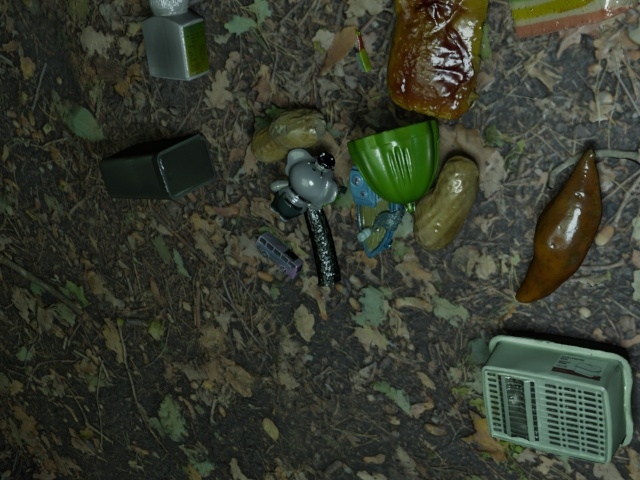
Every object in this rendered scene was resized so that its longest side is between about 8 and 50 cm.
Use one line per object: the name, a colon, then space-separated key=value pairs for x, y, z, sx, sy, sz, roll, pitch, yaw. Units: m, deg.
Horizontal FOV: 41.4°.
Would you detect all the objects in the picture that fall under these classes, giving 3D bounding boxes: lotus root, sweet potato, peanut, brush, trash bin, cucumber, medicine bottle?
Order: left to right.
trash bin: x=-0.407 y=-0.175 z=2.083 sx=0.240 sy=0.164 sz=0.122 roll=0 pitch=114 yaw=38
medicine bottle: x=-0.330 y=-0.465 z=1.911 sx=0.132 sy=0.088 sz=0.188 roll=14 pitch=122 yaw=31
peanut: x=-0.074 y=-0.231 z=1.855 sx=0.214 sy=0.099 sz=0.099 roll=-23 pitch=100 yaw=49
cucumber: x=0.000 y=0.000 z=1.946 sx=0.052 sy=0.058 sz=0.214 roll=21 pitch=127 yaw=64
brush: x=0.080 y=-0.379 z=1.696 sx=0.021 sy=0.019 sz=0.083 roll=3 pitch=118 yaw=47
lotus root: x=0.156 y=-0.135 z=1.648 sx=0.186 sy=0.186 sz=0.186 roll=18 pitch=124 yaw=29
peanut: x=0.247 y=-0.073 z=1.689 sx=0.108 sy=0.095 sz=0.226 roll=35 pitch=130 yaw=12
sweet potato: x=0.449 y=-0.006 z=1.569 sx=0.112 sy=0.112 sz=0.359 roll=26 pitch=125 yaw=23

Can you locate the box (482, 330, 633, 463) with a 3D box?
box: x=0.470 y=0.303 z=1.684 sx=0.290 sy=0.166 sz=0.220 roll=7 pitch=118 yaw=34

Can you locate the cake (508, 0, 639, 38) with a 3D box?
cake: x=0.399 y=-0.402 z=1.395 sx=0.225 sy=0.090 sz=0.109 roll=-6 pitch=114 yaw=40

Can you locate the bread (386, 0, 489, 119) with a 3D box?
bread: x=0.218 y=-0.409 z=1.516 sx=0.185 sy=0.109 sz=0.380 roll=19 pitch=123 yaw=29

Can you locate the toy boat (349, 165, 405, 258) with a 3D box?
toy boat: x=0.113 y=-0.071 z=1.793 sx=0.109 sy=0.098 sz=0.238 roll=16 pitch=123 yaw=34

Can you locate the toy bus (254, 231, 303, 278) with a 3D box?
toy bus: x=-0.099 y=0.034 z=2.055 sx=0.131 sy=0.037 sz=0.052 roll=40 pitch=127 yaw=14

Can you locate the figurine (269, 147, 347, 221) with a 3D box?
figurine: x=-0.032 y=-0.121 z=1.841 sx=0.147 sy=0.126 sz=0.192 roll=46 pitch=125 yaw=0
